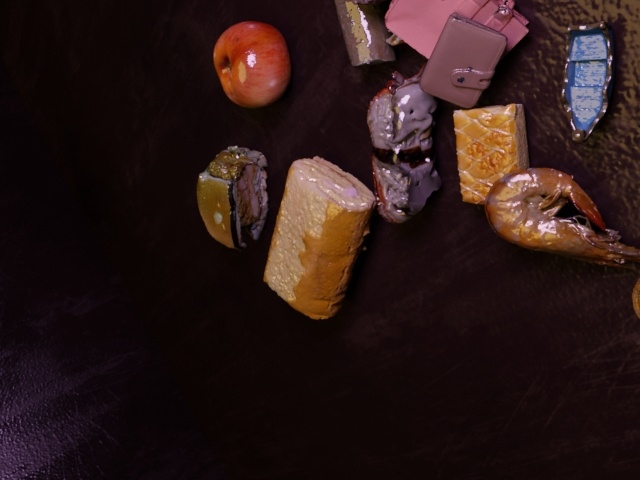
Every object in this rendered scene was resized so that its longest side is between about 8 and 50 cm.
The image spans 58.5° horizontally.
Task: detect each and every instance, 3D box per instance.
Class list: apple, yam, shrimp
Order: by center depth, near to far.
[{"bbox_3d":[0.429,-0.040,0.988,0.287,0.063,0.152,18,115,19],"label":"shrimp"},{"bbox_3d":[0.077,-0.480,1.157,0.106,0.106,0.259,-3,106,48],"label":"yam"},{"bbox_3d":[-0.167,-0.425,1.400,0.209,0.164,0.209,24,125,41],"label":"apple"}]

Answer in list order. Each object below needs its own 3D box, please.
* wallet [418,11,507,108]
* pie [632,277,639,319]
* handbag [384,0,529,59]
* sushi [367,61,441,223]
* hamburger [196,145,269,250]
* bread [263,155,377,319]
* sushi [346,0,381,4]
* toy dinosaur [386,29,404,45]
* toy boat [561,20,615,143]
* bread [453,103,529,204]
[{"bbox_3d":[0.248,-0.308,1.000,0.118,0.038,0.152,21,137,2],"label":"wallet"},{"bbox_3d":[0.574,0.093,0.956,0.092,0.034,0.169,32,136,31],"label":"pie"},{"bbox_3d":[0.235,-0.385,0.996,0.213,0.059,0.157,31,137,-12],"label":"handbag"},{"bbox_3d":[0.175,-0.190,1.179,0.130,0.124,0.331,21,125,53],"label":"sushi"},{"bbox_3d":[-0.254,-0.134,1.632,0.192,0.168,0.287,25,126,37],"label":"hamburger"},{"bbox_3d":[0.000,0.000,1.428,0.237,0.165,0.375,36,130,27],"label":"bread"},{"bbox_3d":[0.102,-0.510,0.984,0.241,0.107,0.161,-21,101,55],"label":"sushi"},{"bbox_3d":[0.222,-0.518,0.990,0.393,0.092,0.205,-26,88,47],"label":"toy dinosaur"},{"bbox_3d":[0.423,-0.251,0.914,0.075,0.077,0.185,13,118,42],"label":"toy boat"},{"bbox_3d":[0.322,-0.160,1.075,0.126,0.068,0.188,7,113,45],"label":"bread"}]
